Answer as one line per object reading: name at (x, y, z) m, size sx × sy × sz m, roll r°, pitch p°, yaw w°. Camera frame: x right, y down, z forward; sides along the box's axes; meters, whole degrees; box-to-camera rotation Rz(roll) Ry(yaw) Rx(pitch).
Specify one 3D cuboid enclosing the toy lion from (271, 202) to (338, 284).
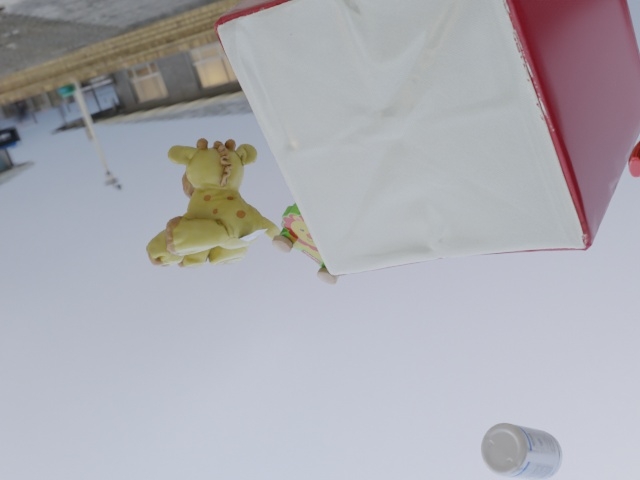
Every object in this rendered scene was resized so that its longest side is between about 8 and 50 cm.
toy lion at (0.000, 0.000, 0.832) m, size 0.096 × 0.100 × 0.034 m, roll -25°, pitch -147°, yaw 59°

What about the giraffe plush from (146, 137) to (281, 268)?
giraffe plush at (-0.167, -0.064, 1.229) m, size 0.210 × 0.170 × 0.181 m, roll -21°, pitch 164°, yaw 35°

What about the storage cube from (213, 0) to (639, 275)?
storage cube at (0.082, -0.112, 0.518) m, size 0.184 × 0.215 × 0.193 m, roll -7°, pitch -152°, yaw 37°

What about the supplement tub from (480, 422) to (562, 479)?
supplement tub at (0.273, 0.287, 1.089) m, size 0.071 × 0.071 × 0.107 m, roll -1°, pitch 163°, yaw 43°

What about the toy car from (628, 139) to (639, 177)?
toy car at (0.306, -0.112, 0.936) m, size 0.225 × 0.053 × 0.239 m, roll 23°, pitch 157°, yaw -30°
